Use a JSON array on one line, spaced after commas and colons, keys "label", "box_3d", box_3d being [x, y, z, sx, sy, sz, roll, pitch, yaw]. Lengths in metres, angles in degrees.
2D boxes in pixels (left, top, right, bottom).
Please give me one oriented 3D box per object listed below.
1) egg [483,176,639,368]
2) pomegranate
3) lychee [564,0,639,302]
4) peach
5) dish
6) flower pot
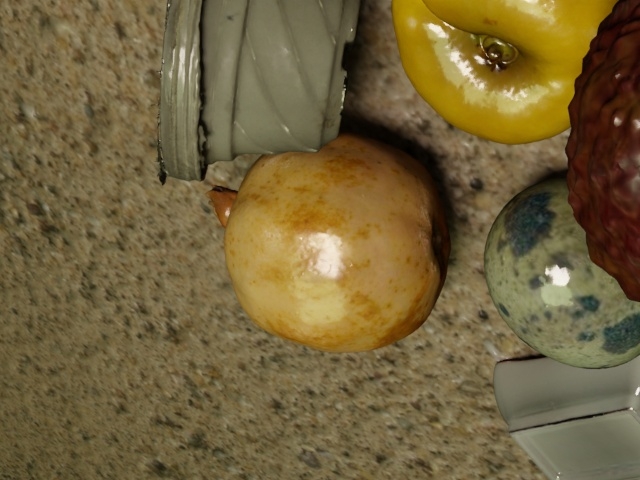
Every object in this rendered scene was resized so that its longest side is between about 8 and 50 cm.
[{"label": "egg", "box_3d": [0.212, 0.031, 0.827, 0.141, 0.141, 0.182, -9, 132, 41]}, {"label": "pomegranate", "box_3d": [0.015, 0.003, 0.886, 0.207, 0.207, 0.207, 20, 139, 19]}, {"label": "lychee", "box_3d": [0.273, -0.065, 0.592, 0.260, 0.260, 0.261, 20, 139, 19]}, {"label": "peach", "box_3d": [0.132, -0.154, 0.721, 0.179, 0.103, 0.179, 22, 138, 21]}, {"label": "dish", "box_3d": [0.270, 0.175, 0.974, 0.151, 0.077, 0.212, 49, 139, -16]}, {"label": "flower pot", "box_3d": [-0.044, -0.151, 0.789, 0.140, 0.235, 0.235, 8, 138, 1]}]
